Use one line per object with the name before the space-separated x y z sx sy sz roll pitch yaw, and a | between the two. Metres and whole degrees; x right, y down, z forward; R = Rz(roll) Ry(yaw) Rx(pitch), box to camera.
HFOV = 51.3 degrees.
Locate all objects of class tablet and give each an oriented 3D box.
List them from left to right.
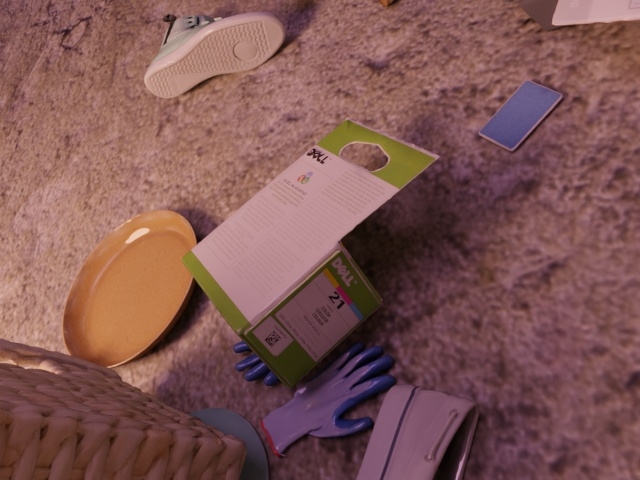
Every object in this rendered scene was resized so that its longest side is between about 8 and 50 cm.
tablet | 0.219 -0.137 0.731 0.083 0.006 0.054 -48 46 -1

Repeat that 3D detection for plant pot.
plant pot | -0.252 0.067 0.903 0.236 0.032 0.236 -18 51 24

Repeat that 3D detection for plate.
plate | -0.137 0.264 0.695 0.188 0.024 0.188 -18 51 24

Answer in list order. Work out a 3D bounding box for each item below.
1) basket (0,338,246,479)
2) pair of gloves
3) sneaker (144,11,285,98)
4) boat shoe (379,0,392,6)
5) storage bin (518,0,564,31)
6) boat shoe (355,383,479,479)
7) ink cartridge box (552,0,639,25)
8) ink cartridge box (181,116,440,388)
basket | -0.290 0.268 0.565 0.266 0.328 0.332 12 78 37
pair of gloves | -0.012 0.129 0.701 0.159 0.023 0.198 -37 46 9
sneaker | -0.168 -0.338 1.077 0.255 0.094 0.151 -15 50 25
boat shoe | 0.081 -0.408 0.977 0.059 0.063 0.170 -32 57 9
storage bin | 0.290 -0.298 0.743 0.135 0.098 0.091 -63 21 -15
boat shoe | 0.067 0.229 0.515 0.084 0.095 0.258 0 53 28
ink cartridge box | 0.447 -0.291 0.605 0.384 0.091 0.308 10 67 35
ink cartridge box | 0.000 0.000 0.710 0.255 0.097 0.189 -41 34 -8
